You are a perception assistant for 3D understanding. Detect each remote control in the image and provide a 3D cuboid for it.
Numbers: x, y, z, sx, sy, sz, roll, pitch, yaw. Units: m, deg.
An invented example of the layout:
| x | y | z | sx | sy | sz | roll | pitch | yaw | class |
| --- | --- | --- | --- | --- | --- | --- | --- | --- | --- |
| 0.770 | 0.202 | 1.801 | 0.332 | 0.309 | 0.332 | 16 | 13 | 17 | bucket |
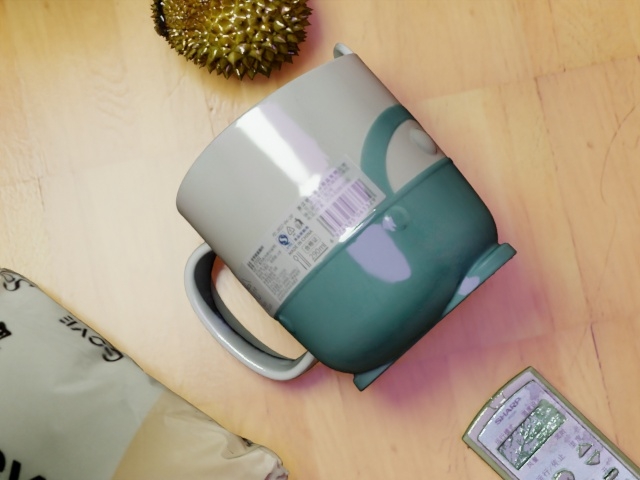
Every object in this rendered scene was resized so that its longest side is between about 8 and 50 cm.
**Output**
| x | y | z | sx | sy | sz | roll | pitch | yaw | class |
| --- | --- | --- | --- | --- | --- | --- | --- | --- | --- |
| 0.246 | 0.229 | 1.386 | 0.233 | 0.038 | 0.098 | 44 | 85 | 7 | remote control |

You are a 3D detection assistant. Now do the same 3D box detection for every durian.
| x | y | z | sx | sy | sz | roll | pitch | yaw | class |
| --- | --- | --- | --- | --- | --- | --- | --- | --- | --- |
| -0.082 | -0.230 | 1.407 | 0.168 | 0.137 | 0.158 | -23 | 62 | -10 | durian |

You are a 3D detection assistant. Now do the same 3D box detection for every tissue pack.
| x | y | z | sx | sy | sz | roll | pitch | yaw | class |
| --- | --- | --- | --- | --- | --- | --- | --- | --- | --- |
| -0.261 | 0.253 | 1.301 | 0.375 | 0.195 | 0.390 | 29 | 66 | 11 | tissue pack |

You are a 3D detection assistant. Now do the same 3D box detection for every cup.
| x | y | z | sx | sy | sz | roll | pitch | yaw | class |
| --- | --- | --- | --- | --- | --- | --- | --- | --- | --- |
| 0.000 | 0.000 | 1.347 | 0.257 | 0.219 | 0.290 | 48 | 116 | 6 | cup |
